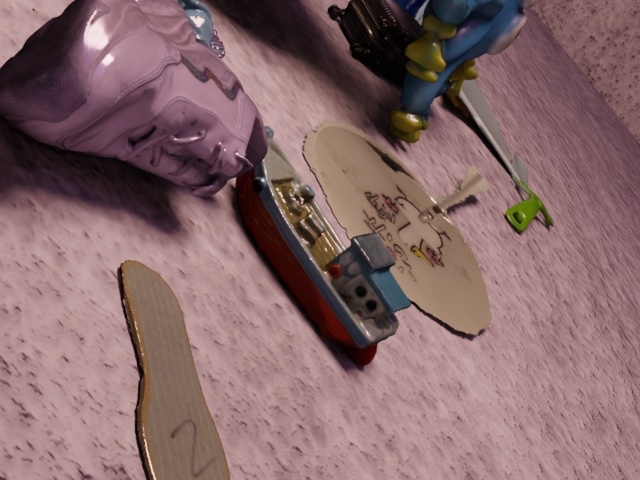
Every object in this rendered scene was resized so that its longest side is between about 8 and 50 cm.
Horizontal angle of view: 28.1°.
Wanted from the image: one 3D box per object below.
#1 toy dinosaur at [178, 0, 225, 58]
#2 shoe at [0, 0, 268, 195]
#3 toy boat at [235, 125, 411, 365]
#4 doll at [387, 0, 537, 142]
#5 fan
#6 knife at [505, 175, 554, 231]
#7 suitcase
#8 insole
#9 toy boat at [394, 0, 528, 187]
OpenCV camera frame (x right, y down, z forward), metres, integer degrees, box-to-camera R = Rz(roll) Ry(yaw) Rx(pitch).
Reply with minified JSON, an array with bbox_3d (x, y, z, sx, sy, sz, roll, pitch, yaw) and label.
[{"bbox_3d":[-0.103,-0.159,0.950,0.080,0.045,0.197,50,23,-43],"label":"toy dinosaur"},{"bbox_3d":[-0.098,-0.077,0.745,0.137,0.095,0.245,46,14,-5],"label":"shoe"},{"bbox_3d":[0.000,0.000,0.868,0.173,0.059,0.069,55,20,11],"label":"toy boat"},{"bbox_3d":[0.164,-0.249,1.251,0.098,0.346,0.341,23,20,6],"label":"doll"},{"bbox_3d":[0.102,-0.026,1.193,0.233,0.012,0.414,54,23,6],"label":"fan"},{"bbox_3d":[0.242,-0.039,1.504,0.078,0.022,0.166,48,19,6],"label":"knife"},{"bbox_3d":[0.074,-0.224,1.415,0.126,0.059,0.086,27,32,-52],"label":"suitcase"},{"bbox_3d":[-0.075,0.080,0.653,0.064,0.004,0.188,34,27,-41],"label":"insole"},{"bbox_3d":[0.187,-0.192,1.596,0.291,0.067,0.220,51,19,-7],"label":"toy boat"}]
